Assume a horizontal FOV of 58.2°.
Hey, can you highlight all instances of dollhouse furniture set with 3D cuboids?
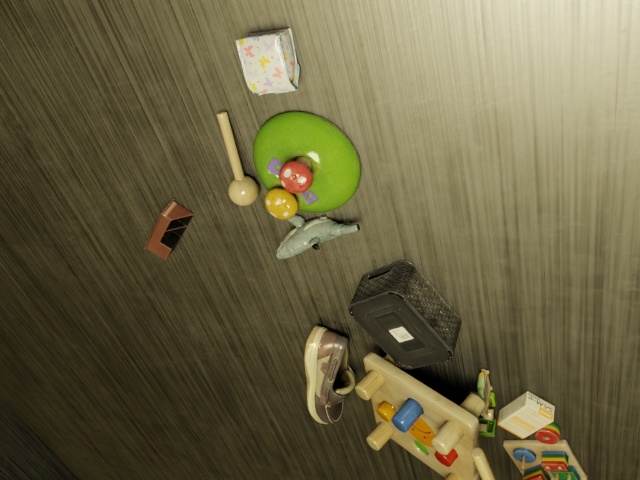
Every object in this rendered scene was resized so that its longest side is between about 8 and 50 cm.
[{"bbox_3d":[0.305,0.322,1.125,0.059,0.076,0.151,-1,130,27],"label":"dollhouse furniture set"}]

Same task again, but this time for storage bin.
[{"bbox_3d":[0.152,0.136,1.027,0.122,0.084,0.180,-26,114,41],"label":"storage bin"}]

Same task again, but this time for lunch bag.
[{"bbox_3d":[-0.071,-0.249,0.808,0.071,0.053,0.083,1,120,24],"label":"lunch bag"}]

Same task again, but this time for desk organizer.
[{"bbox_3d":[-0.302,-0.018,1.144,0.050,0.047,0.130,34,137,-8],"label":"desk organizer"}]

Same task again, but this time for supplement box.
[{"bbox_3d":[0.401,0.342,1.124,0.062,0.036,0.098,30,137,0],"label":"supplement box"}]

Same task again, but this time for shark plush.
[{"bbox_3d":[0.000,0.000,0.990,0.161,0.067,0.073,-1,129,28],"label":"shark plush"}]

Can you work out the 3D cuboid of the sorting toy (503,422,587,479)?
[{"bbox_3d":[0.475,0.484,1.211,0.132,0.046,0.274,-15,122,37],"label":"sorting toy"}]

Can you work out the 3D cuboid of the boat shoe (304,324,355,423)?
[{"bbox_3d":[0.028,0.304,1.235,0.092,0.103,0.285,12,128,24],"label":"boat shoe"}]

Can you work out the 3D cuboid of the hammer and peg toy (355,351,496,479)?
[{"bbox_3d":[0.236,0.373,1.092,0.361,0.127,0.266,26,142,40],"label":"hammer and peg toy"}]

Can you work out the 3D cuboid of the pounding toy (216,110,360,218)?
[{"bbox_3d":[-0.064,-0.098,0.902,0.237,0.110,0.183,8,133,20],"label":"pounding toy"}]
